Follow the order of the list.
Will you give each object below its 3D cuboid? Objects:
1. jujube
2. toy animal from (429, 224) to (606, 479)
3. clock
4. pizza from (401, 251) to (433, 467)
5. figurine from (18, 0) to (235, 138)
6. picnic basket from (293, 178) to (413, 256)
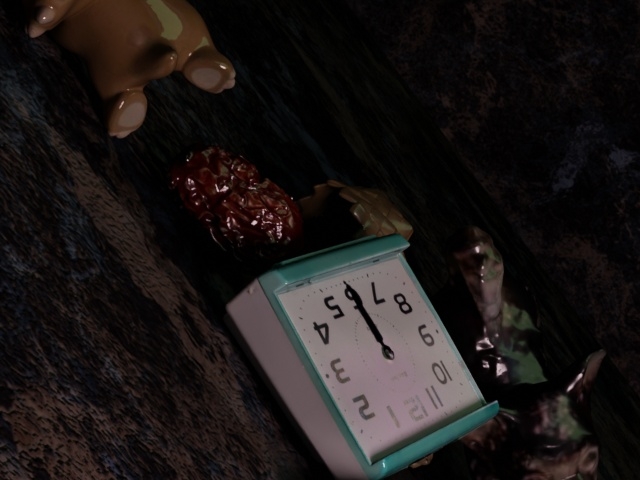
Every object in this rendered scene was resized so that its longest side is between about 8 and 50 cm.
[{"bbox_3d":[-0.086,-0.036,1.808,0.166,0.104,0.104,51,14,-5],"label":"jujube"},{"bbox_3d":[0.216,0.171,1.940,0.303,0.194,0.344,81,-14,-48],"label":"toy animal"},{"bbox_3d":[0.036,0.125,1.731,0.262,0.116,0.231,-17,74,-57],"label":"clock"},{"bbox_3d":[0.084,0.125,1.903,0.127,0.058,0.246,-76,157,-80],"label":"pizza"},{"bbox_3d":[-0.219,-0.249,1.733,0.173,0.177,0.247,76,-11,-76],"label":"figurine"},{"bbox_3d":[0.000,0.000,1.942,0.178,0.138,0.128,6,34,-36],"label":"picnic basket"}]
